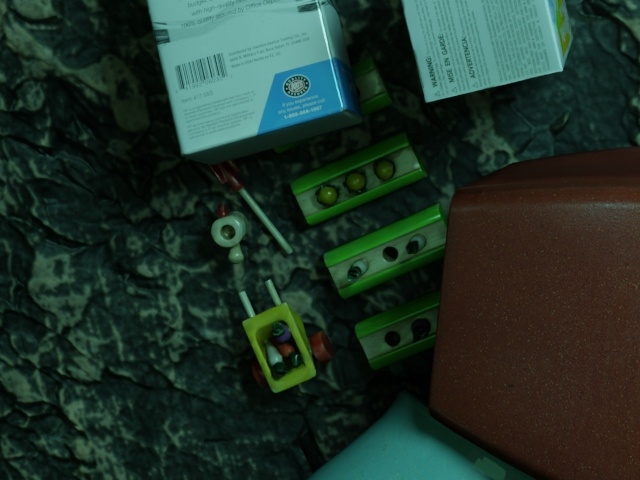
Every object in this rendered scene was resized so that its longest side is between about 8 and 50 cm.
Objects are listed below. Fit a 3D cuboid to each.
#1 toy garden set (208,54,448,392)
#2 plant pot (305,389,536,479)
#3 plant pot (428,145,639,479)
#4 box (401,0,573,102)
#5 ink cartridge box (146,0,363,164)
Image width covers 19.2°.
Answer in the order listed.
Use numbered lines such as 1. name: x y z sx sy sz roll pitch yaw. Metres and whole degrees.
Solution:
1. toy garden set: 0.000 0.000 1.574 0.203 0.049 0.244 -23 97 13
2. plant pot: 0.078 0.272 1.520 0.271 0.271 0.255 33 90 2
3. plant pot: 0.227 0.053 1.455 0.235 0.267 0.267 10 103 21
4. box: 0.128 -0.182 1.437 0.103 0.203 0.114 -12 101 12
5. ink cartridge box: -0.058 -0.171 1.511 0.139 0.082 0.191 -14 82 13
